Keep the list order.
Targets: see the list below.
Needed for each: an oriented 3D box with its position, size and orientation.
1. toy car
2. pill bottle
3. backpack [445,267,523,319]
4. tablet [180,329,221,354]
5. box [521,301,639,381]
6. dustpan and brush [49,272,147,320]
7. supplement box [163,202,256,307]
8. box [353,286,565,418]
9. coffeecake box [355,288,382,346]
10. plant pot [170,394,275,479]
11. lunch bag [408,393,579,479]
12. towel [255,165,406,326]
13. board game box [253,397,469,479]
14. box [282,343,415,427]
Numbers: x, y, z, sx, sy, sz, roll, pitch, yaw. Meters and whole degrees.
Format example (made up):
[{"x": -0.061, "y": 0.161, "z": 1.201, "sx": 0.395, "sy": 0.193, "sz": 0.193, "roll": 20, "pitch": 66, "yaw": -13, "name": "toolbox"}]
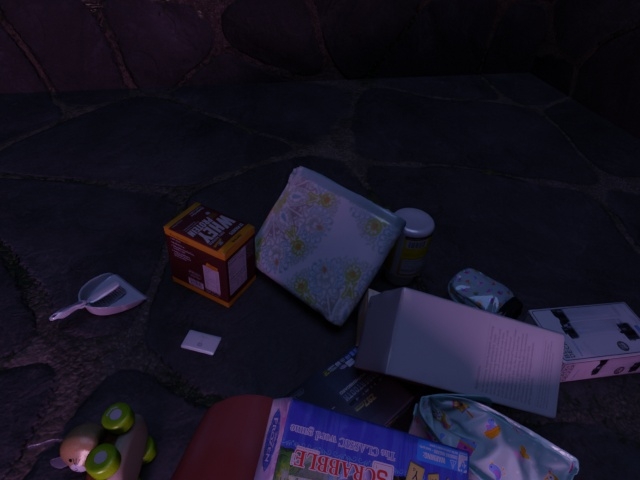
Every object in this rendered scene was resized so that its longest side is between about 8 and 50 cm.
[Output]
[{"x": -0.421, "y": 0.390, "z": 0.824, "sx": 0.189, "sy": 0.154, "sz": 0.148, "roll": -4, "pitch": 41, "yaw": 3, "name": "toy car"}, {"x": 0.238, "y": 0.023, "z": 1.270, "sx": 0.118, "sy": 0.214, "sz": 0.117, "roll": 3, "pitch": 41, "yaw": -3, "name": "pill bottle"}, {"x": 0.426, "y": 0.161, "z": 1.213, "sx": 0.152, "sy": 0.115, "sz": 0.182, "roll": -30, "pitch": 49, "yaw": -31, "name": "backpack"}, {"x": -0.289, "y": 0.247, "z": 1.107, "sx": 0.084, "sy": 0.006, "sz": 0.054, "roll": 12, "pitch": 41, "yaw": 7, "name": "tablet"}, {"x": 0.679, "y": 0.254, "z": 1.155, "sx": 0.291, "sy": 0.087, "sz": 0.169, "roll": -3, "pitch": 41, "yaw": -10, "name": "box"}, {"x": -0.568, "y": 0.151, "z": 1.141, "sx": 0.147, "sy": 0.060, "sz": 0.211, "roll": 29, "pitch": 45, "yaw": 24, "name": "dustpan and brush"}, {"x": -0.287, "y": 0.037, "z": 1.207, "sx": 0.192, "sy": 0.194, "sz": 0.129, "roll": 22, "pitch": 43, "yaw": 18, "name": "supplement box"}, {"x": 0.275, "y": 0.230, "z": 0.944, "sx": 0.346, "sy": 0.215, "sz": 0.168, "roll": 17, "pitch": 75, "yaw": -7, "name": "box"}, {"x": 0.187, "y": 0.215, "z": 1.114, "sx": 0.186, "sy": 0.068, "sz": 0.142, "roll": 21, "pitch": 35, "yaw": -7, "name": "coffeecake box"}, {"x": -0.127, "y": 0.415, "z": 0.756, "sx": 0.276, "sy": 0.274, "sz": 0.243, "roll": 5, "pitch": 30, "yaw": -2, "name": "plant pot"}, {"x": 0.281, "y": 0.401, "z": 0.830, "sx": 0.263, "sy": 0.223, "sz": 0.160, "roll": 29, "pitch": 55, "yaw": 25, "name": "lunch bag"}, {"x": 0.000, "y": 0.000, "z": 1.231, "sx": 0.375, "sy": 0.320, "sz": 0.090, "roll": 32, "pitch": 4, "yaw": 31, "name": "towel"}, {"x": 0.049, "y": 0.409, "z": 0.602, "sx": 0.319, "sy": 0.066, "sz": 0.317, "roll": 23, "pitch": 61, "yaw": -20, "name": "board game box"}, {"x": 0.061, "y": 0.352, "z": 0.986, "sx": 0.233, "sy": 0.059, "sz": 0.183, "roll": -27, "pitch": 52, "yaw": -33, "name": "box"}]
